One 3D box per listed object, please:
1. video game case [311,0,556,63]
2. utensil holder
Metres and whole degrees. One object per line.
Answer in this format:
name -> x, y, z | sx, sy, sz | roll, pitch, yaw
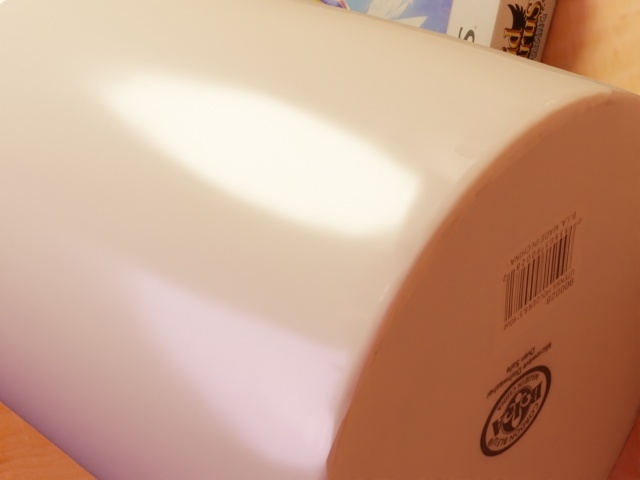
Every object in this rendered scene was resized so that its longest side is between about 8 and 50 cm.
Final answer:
video game case -> 0.042, -0.153, 0.734 | 0.269, 0.061, 0.244 | 39, 134, 38
utensil holder -> -0.033, 0.016, 0.586 | 0.385, 0.328, 0.327 | 25, 123, 38
